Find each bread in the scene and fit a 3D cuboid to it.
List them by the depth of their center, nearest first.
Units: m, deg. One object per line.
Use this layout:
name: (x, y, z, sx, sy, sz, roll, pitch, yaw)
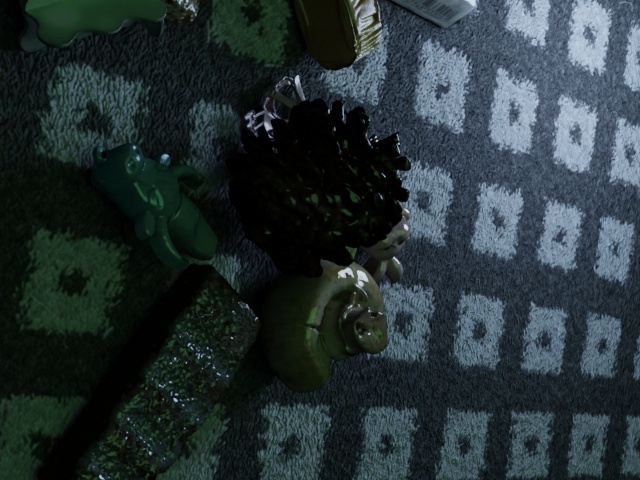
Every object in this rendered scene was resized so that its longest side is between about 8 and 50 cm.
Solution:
bread: (-0.252, 0.244, 1.569, 0.165, 0.113, 0.416, 50, 60, -36)
bread: (0.033, -0.406, 1.758, 0.114, 0.132, 0.190, -39, 121, -35)

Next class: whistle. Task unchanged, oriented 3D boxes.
whistle: (-0.254, -0.058, 1.554, 0.274, 0.093, 0.186, 44, 38, -39)

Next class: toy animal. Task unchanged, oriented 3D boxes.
toy animal: (0.122, -0.007, 1.887, 0.124, 0.124, 0.212, -27, 108, -38)

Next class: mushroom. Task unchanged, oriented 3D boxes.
mushroom: (0.003, 0.126, 1.738, 0.253, 0.195, 0.189, -51, 121, -31)

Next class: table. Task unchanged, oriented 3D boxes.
table: (-0.335, -0.346, 1.417, 0.198, 0.167, 0.166, -24, 110, -31)

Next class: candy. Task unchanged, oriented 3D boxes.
candy: (-0.237, -0.386, 1.545, 0.110, 0.085, 0.095, 12, 79, -53)

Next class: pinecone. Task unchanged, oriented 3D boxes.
pinecone: (0.001, -0.097, 1.629, 0.296, 0.242, 0.298, -21, 131, -5)

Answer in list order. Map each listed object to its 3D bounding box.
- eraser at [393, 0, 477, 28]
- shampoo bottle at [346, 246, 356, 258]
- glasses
eraser: (0.155, -0.566, 1.888, 0.397, 0.082, 0.213, 14, 84, -43)
shampoo bottle: (0.000, 0.000, 1.822, 0.152, 0.045, 0.077, 31, 75, -42)
glasses: (-0.023, -0.173, 1.755, 0.255, 0.095, 0.162, 41, 71, -34)
